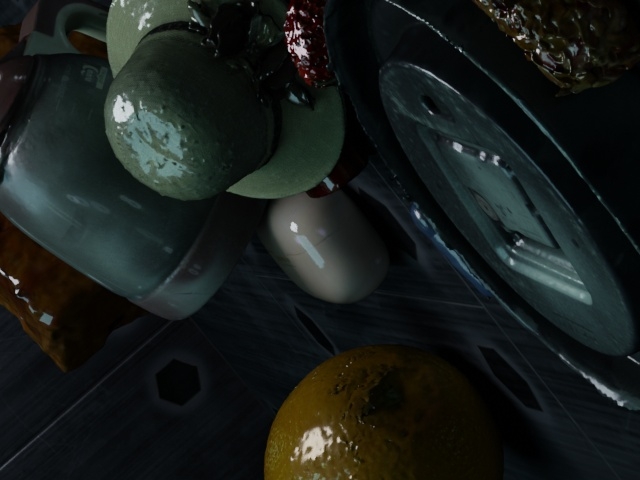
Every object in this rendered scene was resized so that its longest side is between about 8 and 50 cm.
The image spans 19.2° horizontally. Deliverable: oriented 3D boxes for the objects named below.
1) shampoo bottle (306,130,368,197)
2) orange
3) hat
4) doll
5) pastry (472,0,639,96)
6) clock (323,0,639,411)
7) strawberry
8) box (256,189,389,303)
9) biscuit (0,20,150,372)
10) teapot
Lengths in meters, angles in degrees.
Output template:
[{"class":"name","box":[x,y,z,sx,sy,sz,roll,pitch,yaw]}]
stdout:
[{"class":"shampoo bottle","box":[-0.061,-0.159,1.772,0.260,0.064,0.102,52,168,-12]},{"class":"orange","box":[0.071,0.245,2.100,0.274,0.274,0.274,47,169,12]},{"class":"hat","box":[-0.116,-0.111,1.695,0.257,0.130,0.257,19,134,20]},{"class":"doll","box":[0.128,0.011,1.714,0.125,0.027,0.037,46,170,0]},{"class":"pastry","box":[0.114,-0.152,1.108,0.169,0.063,0.087,46,171,14]},{"class":"clock","box":[0.151,-0.041,1.309,0.386,0.076,0.386,47,168,13]},{"class":"strawberry","box":[0.010,-0.166,1.451,0.083,0.083,0.096,161,100,-78]},{"class":"box","box":[0.000,0.000,2.009,0.146,0.088,0.200,52,168,-11]},{"class":"biscuit","box":[-0.308,-0.081,2.312,0.395,0.342,0.166,42,163,24]},{"class":"teapot","box":[-0.225,-0.116,2.041,0.312,0.315,0.233,29,140,-21]}]
